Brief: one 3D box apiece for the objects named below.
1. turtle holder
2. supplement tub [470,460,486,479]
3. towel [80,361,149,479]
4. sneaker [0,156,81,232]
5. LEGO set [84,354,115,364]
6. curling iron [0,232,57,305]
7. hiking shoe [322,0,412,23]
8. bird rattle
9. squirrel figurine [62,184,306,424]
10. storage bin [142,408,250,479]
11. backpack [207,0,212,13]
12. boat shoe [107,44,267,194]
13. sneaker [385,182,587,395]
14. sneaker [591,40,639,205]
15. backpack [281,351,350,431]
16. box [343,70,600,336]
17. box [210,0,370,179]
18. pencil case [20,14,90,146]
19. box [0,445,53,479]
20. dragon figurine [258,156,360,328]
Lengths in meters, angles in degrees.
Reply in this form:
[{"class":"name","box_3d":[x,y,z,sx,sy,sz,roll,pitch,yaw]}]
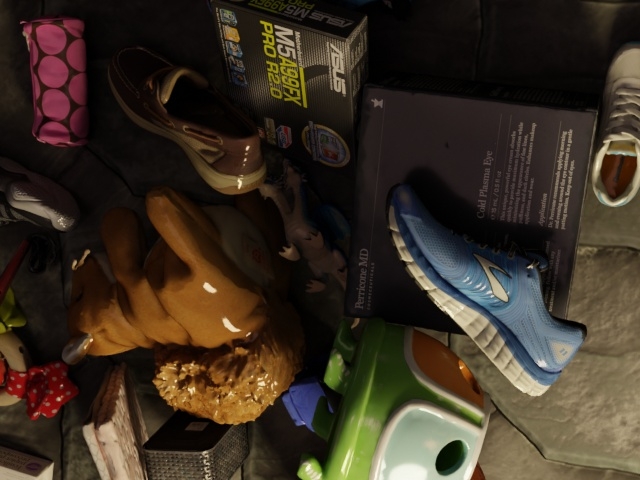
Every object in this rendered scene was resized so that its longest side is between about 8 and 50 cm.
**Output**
[{"class":"turtle holder","box_3d":[0.096,0.276,1.425,0.227,0.243,0.320,16,81,2]},{"class":"supplement tub","box_3d":[0.094,0.424,1.640,0.316,0.193,0.194,-31,94,22]},{"class":"towel","box_3d":[-0.306,0.386,1.680,0.053,0.332,0.317,-14,100,-3]},{"class":"sneaker","box_3d":[-0.528,-0.046,1.752,0.268,0.101,0.153,28,111,14]},{"class":"LEGO set","box_3d":[-0.380,0.189,1.813,0.083,0.023,0.054,1,107,3]},{"class":"curling iron","box_3d":[-0.529,0.100,1.734,0.068,0.035,0.274,29,68,9]},{"class":"hiking shoe","box_3d":[0.013,-0.374,1.426,0.304,0.113,0.132,3,113,-23]},{"class":"bird rattle","box_3d":[-0.557,0.213,1.841,0.207,0.143,0.253,-24,110,32]},{"class":"squirrel figurine","box_3d":[-0.224,0.127,1.618,0.370,0.281,0.397,-27,91,28]},{"class":"storage bin","box_3d":[-0.201,0.343,1.712,0.122,0.180,0.084,-2,105,17]},{"class":"backpack","box_3d":[-0.093,-0.395,1.516,0.158,0.117,0.173,-4,103,17]},{"class":"boat shoe","box_3d":[-0.200,-0.210,1.538,0.342,0.123,0.123,45,150,30]},{"class":"sneaker","box_3d":[0.215,0.041,1.363,0.147,0.130,0.330,-44,93,8]},{"class":"sneaker","box_3d":[0.426,-0.158,1.439,0.087,0.092,0.229,7,106,16]},{"class":"backpack","box_3d":[0.000,0.232,1.656,0.101,0.120,0.098,-12,109,28]},{"class":"box","box_3d":[0.215,-0.050,1.485,0.312,0.179,0.343,9,107,13]},{"class":"box","box_3d":[-0.035,-0.226,1.481,0.216,0.060,0.270,22,146,21]},{"class":"pencil case","box_3d":[-0.422,-0.254,1.667,0.098,0.095,0.209,-6,103,-18]},{"class":"box","box_3d":[-0.652,0.405,1.926,0.324,0.063,0.067,13,109,13]},{"class":"dragon figurine","box_3d":[0.000,0.000,1.608,0.085,0.144,0.289,-28,124,21]}]
